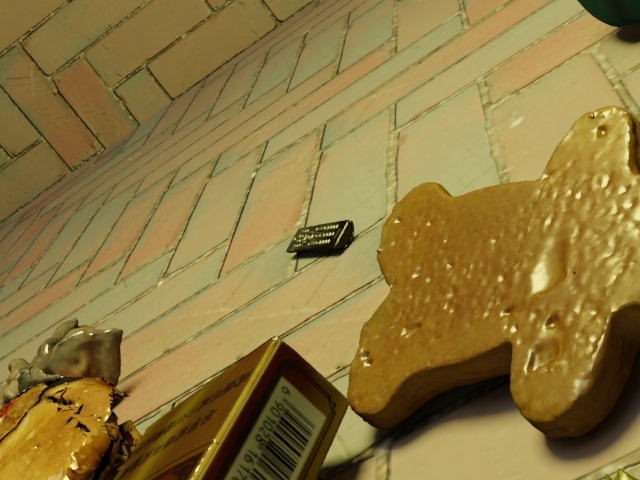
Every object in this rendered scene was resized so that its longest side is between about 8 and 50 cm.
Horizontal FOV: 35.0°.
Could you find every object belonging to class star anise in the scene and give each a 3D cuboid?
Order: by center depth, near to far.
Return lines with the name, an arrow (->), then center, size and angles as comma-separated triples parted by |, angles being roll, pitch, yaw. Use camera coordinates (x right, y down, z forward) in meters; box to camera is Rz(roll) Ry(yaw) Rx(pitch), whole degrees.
star anise -> -0.276, 0.162, 0.937 | 0.236, 0.093, 0.229 | -32, 18, 12

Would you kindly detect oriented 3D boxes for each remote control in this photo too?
remote control -> 0.000, 0.000, 0.940 | 0.091, 0.016, 0.034 | -7, 51, 58

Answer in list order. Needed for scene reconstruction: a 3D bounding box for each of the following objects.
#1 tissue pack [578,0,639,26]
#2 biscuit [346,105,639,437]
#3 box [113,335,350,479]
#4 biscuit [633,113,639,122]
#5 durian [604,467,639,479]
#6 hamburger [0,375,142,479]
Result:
tissue pack -> 0.293, -0.277, 0.771 | 0.206, 0.198, 0.287 | -38, 15, 3
biscuit -> 0.132, 0.018, 0.550 | 0.301, 0.049, 0.197 | -21, 45, 48
box -> -0.089, 0.176, 0.551 | 0.159, 0.071, 0.240 | -35, 15, 38
biscuit -> 0.230, -0.048, 0.584 | 0.199, 0.040, 0.121 | -14, 27, 53
durian -> 0.103, 0.135, 0.324 | 0.215, 0.086, 0.100 | -36, 31, 0
hamburger -> -0.208, 0.197, 0.709 | 0.231, 0.107, 0.231 | -29, 19, 11
